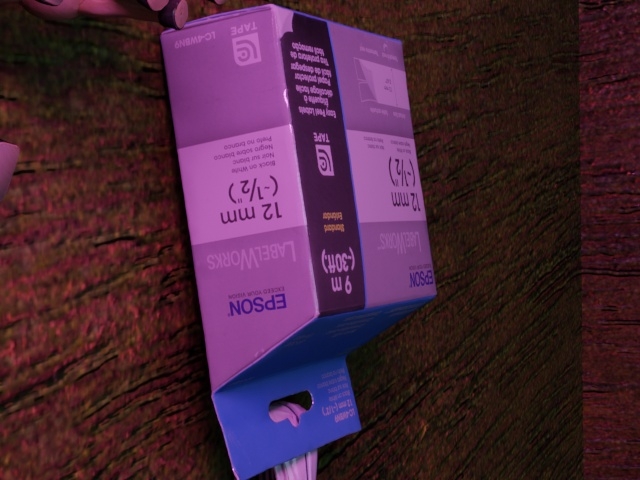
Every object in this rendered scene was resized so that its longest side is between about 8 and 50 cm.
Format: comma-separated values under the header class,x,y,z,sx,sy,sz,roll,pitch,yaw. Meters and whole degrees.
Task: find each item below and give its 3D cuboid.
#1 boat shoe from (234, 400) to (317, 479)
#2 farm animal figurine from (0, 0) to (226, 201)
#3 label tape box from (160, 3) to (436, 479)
class,x,y,z,sx,sy,sz,roll,pitch,yaw
boat shoe,-0.044,0.251,1.056,0.076,0.083,0.226,7,72,-54
farm animal figurine,-0.200,-0.155,0.620,0.327,0.172,0.330,-67,157,-15
label tape box,0.000,0.000,1.022,0.249,0.115,0.347,-4,83,-64
